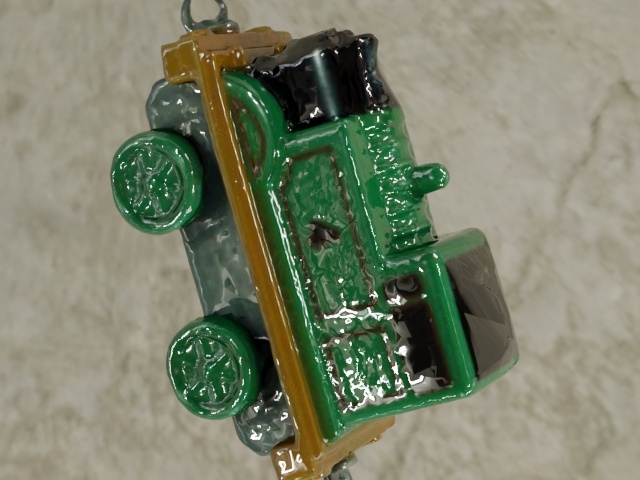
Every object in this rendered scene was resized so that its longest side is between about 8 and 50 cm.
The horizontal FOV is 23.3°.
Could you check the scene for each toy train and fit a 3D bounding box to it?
[{"bbox_3d":[0.000,0.000,1.212,0.249,0.178,0.429,-14,92,27],"label":"toy train"}]
